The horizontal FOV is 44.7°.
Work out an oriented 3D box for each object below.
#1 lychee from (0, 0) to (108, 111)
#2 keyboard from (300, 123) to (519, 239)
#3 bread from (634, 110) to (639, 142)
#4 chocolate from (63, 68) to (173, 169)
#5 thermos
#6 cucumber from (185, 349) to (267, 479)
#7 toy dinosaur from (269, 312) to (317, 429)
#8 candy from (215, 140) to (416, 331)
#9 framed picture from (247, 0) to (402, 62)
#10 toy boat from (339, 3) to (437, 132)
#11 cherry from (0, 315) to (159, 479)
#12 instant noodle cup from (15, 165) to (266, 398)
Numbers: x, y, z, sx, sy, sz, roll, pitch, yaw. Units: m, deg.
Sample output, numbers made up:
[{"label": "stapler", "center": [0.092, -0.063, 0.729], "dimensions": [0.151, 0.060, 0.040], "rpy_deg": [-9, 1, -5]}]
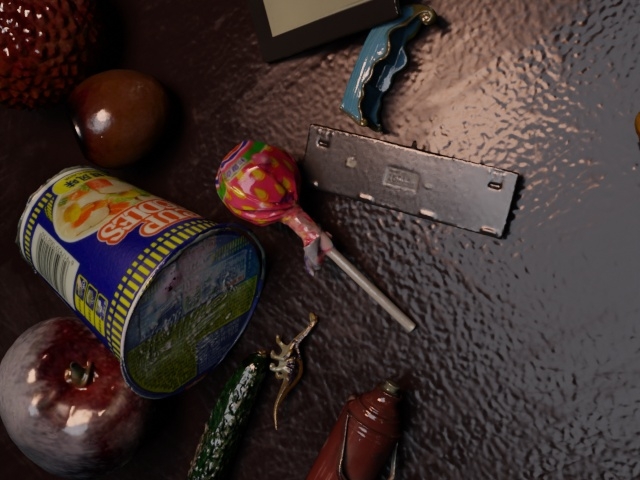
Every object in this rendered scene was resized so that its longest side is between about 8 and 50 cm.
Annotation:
[{"label": "lychee", "center": [-0.477, -0.341, 1.227], "dimensions": [0.264, 0.264, 0.300], "rpy_deg": [13, 140, 24]}, {"label": "keyboard", "center": [0.118, -0.091, 1.101], "dimensions": [0.317, 0.027, 0.106], "rpy_deg": [18, 102, 23]}, {"label": "bread", "center": [0.480, -0.041, 0.879], "dimensions": [0.167, 0.132, 0.294], "rpy_deg": [-19, 84, 25]}, {"label": "chocolate", "center": [-0.314, -0.195, 1.235], "dimensions": [0.177, 0.177, 0.176], "rpy_deg": [1, 92, 25]}, {"label": "thermos", "center": [0.049, 0.296, 1.110], "dimensions": [0.232, 0.099, 0.124], "rpy_deg": [-64, 30, 11]}, {"label": "cucumber", "center": [-0.150, 0.296, 1.215], "dimensions": [0.067, 0.067, 0.293], "rpy_deg": [25, 101, 22]}, {"label": "toy dinosaur", "center": [-0.055, 0.191, 1.182], "dimensions": [0.058, 0.037, 0.180], "rpy_deg": [19, 98, 28]}, {"label": "candy", "center": [0.000, 0.000, 1.119], "dimensions": [0.365, 0.124, 0.124], "rpy_deg": [44, 108, 2]}, {"label": "framed picture", "center": [-0.031, -0.447, 1.088], "dimensions": [0.265, 0.016, 0.347], "rpy_deg": [-8, 101, 42]}, {"label": "toy boat", "center": [0.097, -0.241, 1.080], "dimensions": [0.077, 0.075, 0.185], "rpy_deg": [25, 96, 25]}, {"label": "cherry", "center": [-0.382, 0.251, 1.220], "dimensions": [0.255, 0.218, 0.296], "rpy_deg": [29, 135, 1]}, {"label": "instant noodle cup", "center": [-0.287, 0.037, 1.179], "dimensions": [0.312, 0.284, 0.284], "rpy_deg": [30, 103, 29]}]
